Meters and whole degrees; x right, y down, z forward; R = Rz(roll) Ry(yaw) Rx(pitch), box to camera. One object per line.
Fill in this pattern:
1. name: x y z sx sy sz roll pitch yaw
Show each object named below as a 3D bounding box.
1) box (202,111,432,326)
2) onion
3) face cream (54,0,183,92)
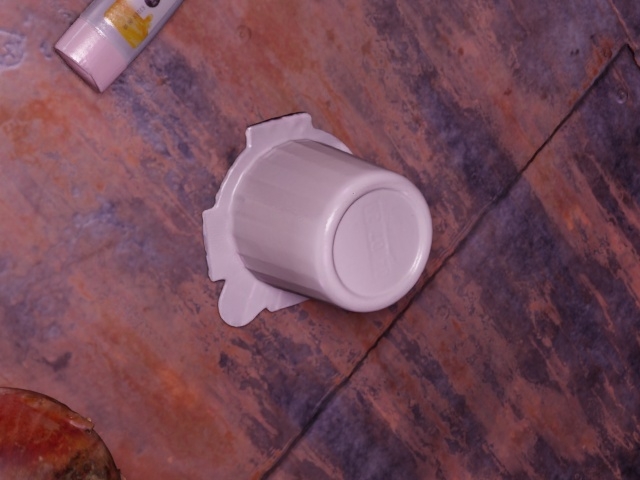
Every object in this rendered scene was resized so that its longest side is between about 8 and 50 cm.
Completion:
1. box: 0.000 0.000 1.695 0.262 0.206 0.291 41 77 -34
2. onion: -0.386 0.324 1.491 0.354 0.353 0.353 -10 108 -31
3. face cream: -0.222 -0.271 1.563 0.198 0.057 0.084 -52 123 -12
